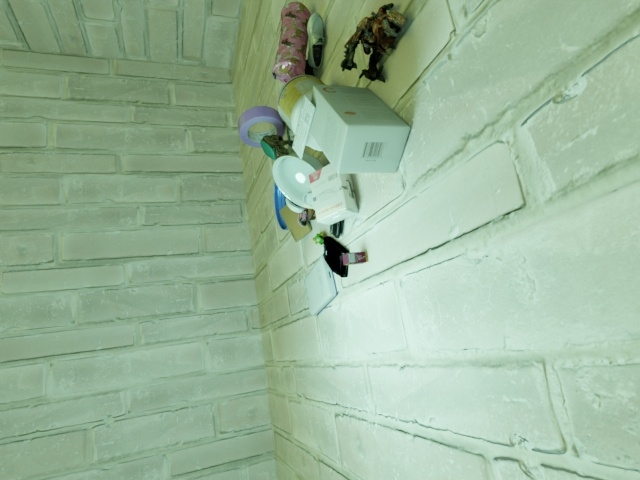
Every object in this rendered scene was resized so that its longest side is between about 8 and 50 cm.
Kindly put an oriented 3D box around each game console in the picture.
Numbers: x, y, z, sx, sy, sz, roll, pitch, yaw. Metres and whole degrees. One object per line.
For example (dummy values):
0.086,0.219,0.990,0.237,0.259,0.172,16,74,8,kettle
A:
0.073,-0.031,1.783,0.213,0.044,0.360,-138,46,-61,game console

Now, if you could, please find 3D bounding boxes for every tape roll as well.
-0.365,-0.696,2.507,0.274,0.275,0.090,122,141,-57,tape roll

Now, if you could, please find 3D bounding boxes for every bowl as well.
-0.066,-0.302,1.897,0.298,0.134,0.297,25,145,19,bowl
-0.189,-0.256,2.394,0.391,0.077,0.390,176,90,-70,bowl

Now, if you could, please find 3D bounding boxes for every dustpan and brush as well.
-0.022,-0.193,1.808,0.148,0.060,0.211,25,146,19,dustpan and brush

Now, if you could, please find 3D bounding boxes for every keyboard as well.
-0.065,-0.414,1.508,0.072,0.014,0.256,62,153,24,keyboard

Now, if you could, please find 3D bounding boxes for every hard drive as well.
-0.005,0.229,2.032,0.318,0.041,0.210,123,139,-58,hard drive

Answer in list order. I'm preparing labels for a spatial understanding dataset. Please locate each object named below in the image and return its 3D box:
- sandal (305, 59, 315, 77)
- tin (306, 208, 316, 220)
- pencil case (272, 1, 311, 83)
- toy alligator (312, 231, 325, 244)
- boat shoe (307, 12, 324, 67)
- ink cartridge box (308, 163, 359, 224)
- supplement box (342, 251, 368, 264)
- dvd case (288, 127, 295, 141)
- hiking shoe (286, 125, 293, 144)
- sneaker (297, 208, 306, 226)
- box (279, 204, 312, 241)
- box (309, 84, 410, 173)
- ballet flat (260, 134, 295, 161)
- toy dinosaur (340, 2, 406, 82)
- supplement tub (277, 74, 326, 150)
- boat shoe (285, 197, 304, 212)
-0.059,-0.807,1.983,0.040,0.067,0.179,107,151,-67,sandal
-0.039,-0.178,2.066,0.189,0.040,0.106,119,139,-56,tin
-0.132,-0.931,1.927,0.167,0.160,0.385,-5,71,32,pencil case
0.000,0.000,1.932,0.051,0.056,0.189,52,-176,-8,toy alligator
-0.012,-0.897,1.836,0.081,0.080,0.227,-128,33,-46,boat shoe
0.053,-0.190,1.655,0.159,0.092,0.217,-22,68,34,ink cartridge box
0.135,0.070,1.575,0.055,0.084,0.043,149,116,-68,supplement box
-0.098,-0.623,1.998,0.181,0.022,0.252,-1,104,40,dvd case
-0.112,-0.651,2.125,0.132,0.113,0.303,-88,5,-67,hiking shoe
-0.089,-0.131,2.106,0.057,0.047,0.119,-24,72,57,sneaker
-0.136,-0.108,2.205,0.164,0.021,0.201,-35,80,50,box
0.112,-0.382,1.374,0.345,0.215,0.168,-115,28,-46,box
-0.201,-0.481,2.243,0.482,0.182,0.163,-120,12,-52,ballet flat
0.170,-0.656,1.346,0.322,0.165,0.218,-102,29,-77,toy dinosaur
-0.028,-0.530,1.689,0.331,0.242,0.240,-120,33,-49,supplement tub
-0.108,-0.268,2.094,0.301,0.108,0.102,-85,17,-47,boat shoe
